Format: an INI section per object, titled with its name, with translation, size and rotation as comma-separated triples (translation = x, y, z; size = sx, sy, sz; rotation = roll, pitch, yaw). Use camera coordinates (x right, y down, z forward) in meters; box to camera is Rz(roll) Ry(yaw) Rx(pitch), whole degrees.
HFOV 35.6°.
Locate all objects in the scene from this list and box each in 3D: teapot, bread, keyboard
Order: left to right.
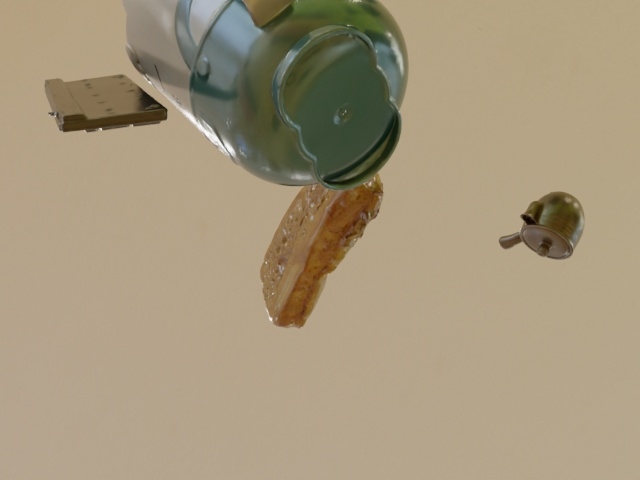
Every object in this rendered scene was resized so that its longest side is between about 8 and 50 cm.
[keyboard]
translation = -0.224, -0.140, 0.990
size = 0.101, 0.310, 0.018
rotation = -8, -73, -16
[bread]
translation = -0.001, -0.001, 1.374
size = 0.077, 0.139, 0.271
rotation = 12, -54, -26
[teapot]
translation = 0.253, -0.019, 1.174
size = 0.085, 0.110, 0.080
rotation = 42, -116, -23

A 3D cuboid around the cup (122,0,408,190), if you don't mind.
[cup]
translation = -0.059, -0.206, 0.977
size = 0.219, 0.257, 0.289
rotation = -39, -38, -8
